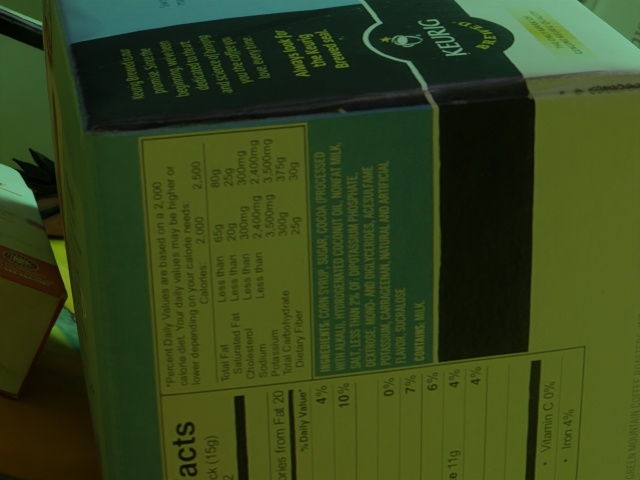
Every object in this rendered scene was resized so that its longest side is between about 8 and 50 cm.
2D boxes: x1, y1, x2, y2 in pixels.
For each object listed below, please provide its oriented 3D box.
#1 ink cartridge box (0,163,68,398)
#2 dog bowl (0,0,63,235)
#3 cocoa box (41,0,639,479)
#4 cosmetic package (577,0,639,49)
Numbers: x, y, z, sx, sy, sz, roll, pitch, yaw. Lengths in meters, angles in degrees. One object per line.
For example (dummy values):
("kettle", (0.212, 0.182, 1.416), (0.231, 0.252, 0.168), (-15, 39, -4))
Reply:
("ink cartridge box", (-0.214, 0.001, 0.877), (0.115, 0.067, 0.198), (22, 14, -23))
("dog bowl", (-0.275, -0.143, 1.176), (0.408, 0.150, 0.408), (26, 11, -5))
("cocoa box", (-0.009, -0.019, 0.772), (0.227, 0.232, 0.347), (-6, 25, -10))
("cosmetic package", (0.309, 0.002, 1.152), (0.393, 0.327, 0.329), (24, 7, -1))
